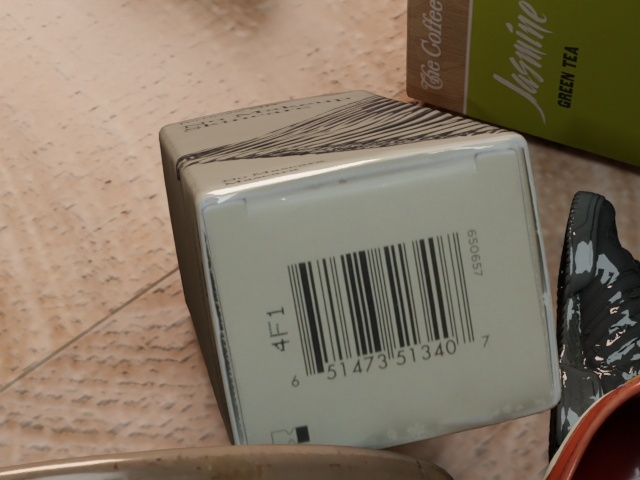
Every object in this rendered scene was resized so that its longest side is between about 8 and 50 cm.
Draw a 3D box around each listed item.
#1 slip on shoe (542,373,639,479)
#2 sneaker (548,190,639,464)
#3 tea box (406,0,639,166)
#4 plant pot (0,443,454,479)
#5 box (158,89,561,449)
[{"bbox_3d":[0.095,0.190,0.531,0.123,0.101,0.331,17,67,13],"label":"slip on shoe"},{"bbox_3d":[0.150,0.056,0.674,0.089,0.051,0.170,5,58,7],"label":"sneaker"},{"bbox_3d":[0.247,-0.210,0.760,0.323,0.220,0.329,19,56,15],"label":"tea box"},{"bbox_3d":[-0.066,0.203,0.471,0.263,0.263,0.229,-8,70,-3],"label":"plant pot"},{"bbox_3d":[0.000,0.000,0.595,0.113,0.094,0.275,-11,11,-8],"label":"box"}]
